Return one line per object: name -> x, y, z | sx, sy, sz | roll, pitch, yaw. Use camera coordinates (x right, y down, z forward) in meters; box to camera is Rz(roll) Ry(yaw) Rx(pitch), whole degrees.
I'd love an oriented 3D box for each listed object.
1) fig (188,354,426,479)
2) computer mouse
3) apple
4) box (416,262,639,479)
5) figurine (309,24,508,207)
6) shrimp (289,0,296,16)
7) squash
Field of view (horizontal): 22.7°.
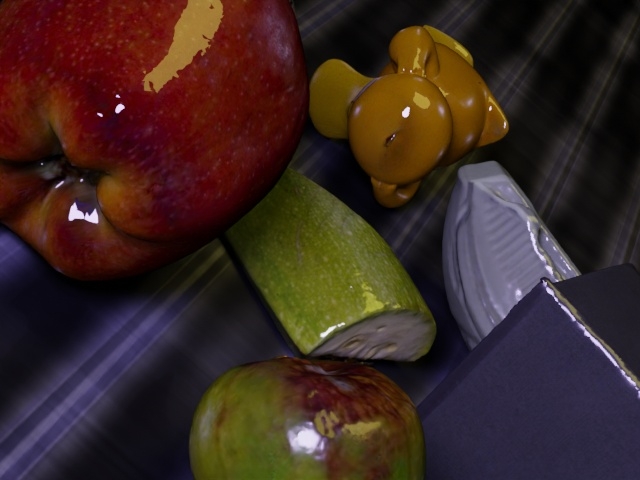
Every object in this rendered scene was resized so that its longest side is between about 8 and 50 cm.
fig -> -0.005, 0.175, 1.196 | 0.181, 0.181, 0.191 | 14, 63, -44
computer mouse -> 0.240, 0.113, 1.631 | 0.429, 0.145, 0.228 | 56, 4, 16
apple -> -0.151, -0.121, 1.331 | 0.288, 0.288, 0.317 | 38, 41, -7
box -> 0.262, 0.223, 1.376 | 0.345, 0.251, 0.204 | 50, 27, 18
figurine -> 0.106, -0.147, 1.843 | 0.228, 0.215, 0.215 | -9, 53, -42
shrimp -> -0.069, -0.287, 1.869 | 0.126, 0.047, 0.223 | -82, 155, -51
squash -> 0.000, 0.000, 1.557 | 0.169, 0.093, 0.252 | 8, 41, -46
